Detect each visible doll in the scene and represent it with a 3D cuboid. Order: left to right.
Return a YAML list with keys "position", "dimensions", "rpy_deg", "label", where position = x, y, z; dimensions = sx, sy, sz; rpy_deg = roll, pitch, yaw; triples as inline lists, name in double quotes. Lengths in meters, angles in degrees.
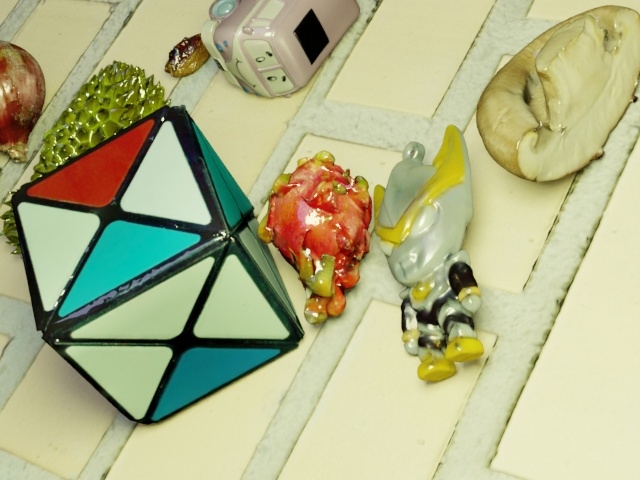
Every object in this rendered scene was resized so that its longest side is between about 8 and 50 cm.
- position: [0.124, 0.013, 1.401]
  dimensions: [0.103, 0.145, 0.316]
  rpy_deg: [1, 56, -15]
  label: "doll"

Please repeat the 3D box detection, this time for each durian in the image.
- position: [-0.331, -0.115, 1.725]
  dimensions: [0.356, 0.157, 0.169]
  rpy_deg: [-59, 18, -21]
  label: "durian"

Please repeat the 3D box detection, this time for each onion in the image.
- position: [-0.492, -0.208, 1.829]
  dimensions: [0.159, 0.159, 0.195]
  rpy_deg: [-26, 76, 6]
  label: "onion"

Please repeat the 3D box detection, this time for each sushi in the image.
- position: [-0.201, -0.283, 1.798]
  dimensions: [0.050, 0.047, 0.099]
  rpy_deg: [19, 65, 38]
  label: "sushi"

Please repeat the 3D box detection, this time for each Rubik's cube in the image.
- position: [-0.193, 0.034, 1.433]
  dimensions: [0.250, 0.246, 0.248]
  rpy_deg: [-29, 51, 3]
  label: "Rubik's cube"

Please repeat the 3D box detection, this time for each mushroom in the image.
- position: [0.269, -0.180, 1.445]
  dimensions: [0.151, 0.156, 0.286]
  rpy_deg: [12, 50, 45]
  label: "mushroom"

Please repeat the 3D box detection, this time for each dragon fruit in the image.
- position: [0.000, 0.000, 1.445]
  dimensions: [0.133, 0.150, 0.208]
  rpy_deg: [-24, 62, 56]
  label: "dragon fruit"

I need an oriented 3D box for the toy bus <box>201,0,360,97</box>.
- position: [-0.056, -0.310, 1.688]
  dimensions: [0.142, 0.142, 0.202]
  rpy_deg: [22, 67, 36]
  label: "toy bus"
